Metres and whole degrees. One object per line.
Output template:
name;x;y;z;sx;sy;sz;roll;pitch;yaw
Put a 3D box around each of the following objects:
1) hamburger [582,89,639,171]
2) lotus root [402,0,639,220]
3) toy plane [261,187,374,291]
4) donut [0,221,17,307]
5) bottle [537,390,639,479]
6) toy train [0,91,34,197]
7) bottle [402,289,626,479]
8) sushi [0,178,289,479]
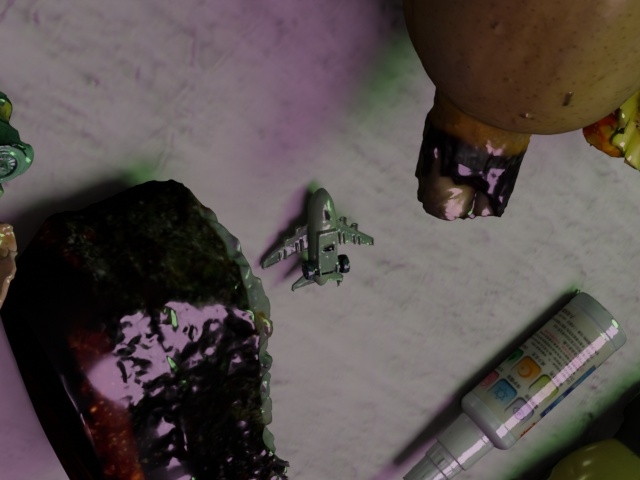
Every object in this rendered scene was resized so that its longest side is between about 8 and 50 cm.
hamburger;0.300;-0.169;0.964;0.294;0.179;0.276;-28;146;-37
lotus root;0.126;-0.147;0.827;0.182;0.183;0.310;-9;135;-37
toy plane;0.001;0.002;0.972;0.080;0.033;0.083;-11;133;-16
donut;-0.264;0.011;0.668;0.199;0.085;0.233;-28;137;9
bottle;0.265;0.276;1.358;0.351;0.171;0.171;-41;142;-7
toy train;-0.203;-0.049;0.734;0.081;0.050;0.122;-43;141;19
bottle;0.156;0.132;1.213;0.217;0.060;0.060;-41;142;-4
sushi;-0.102;0.078;0.873;0.126;0.136;0.225;-29;133;-22
